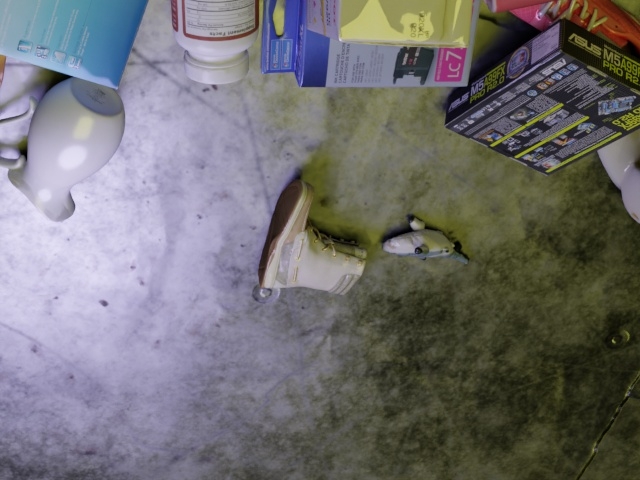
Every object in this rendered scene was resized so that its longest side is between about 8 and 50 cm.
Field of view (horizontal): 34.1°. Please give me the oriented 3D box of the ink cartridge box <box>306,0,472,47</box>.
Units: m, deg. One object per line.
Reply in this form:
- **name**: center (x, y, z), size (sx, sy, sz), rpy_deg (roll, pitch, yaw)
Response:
- **ink cartridge box**: center (0.083, -0.341, 1.321), size (0.168, 0.233, 0.171), rpy_deg (-1, 105, -11)

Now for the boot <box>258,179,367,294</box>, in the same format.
- **boot**: center (0.000, 0.000, 1.697), size (0.165, 0.077, 0.213), rpy_deg (9, 127, -16)

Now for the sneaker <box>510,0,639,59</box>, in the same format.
- **sneaker**: center (0.388, -0.323, 1.516), size (0.314, 0.136, 0.116), rpy_deg (25, 115, -25)

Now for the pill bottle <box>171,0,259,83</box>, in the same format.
- **pill bottle**: center (-0.143, -0.329, 1.415), size (0.121, 0.121, 0.216), rpy_deg (-4, 125, -9)

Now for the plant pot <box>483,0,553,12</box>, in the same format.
- **plant pot**: center (0.305, -0.428, 1.348), size (0.243, 0.275, 0.275), rpy_deg (-21, 125, 6)

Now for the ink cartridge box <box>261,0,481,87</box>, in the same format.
- **ink cartridge box**: center (0.073, -0.314, 1.507), size (0.311, 0.065, 0.186), rpy_deg (-1, 124, -9)

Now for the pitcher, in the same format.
- **pitcher**: center (-0.388, -0.150, 1.499), size (0.177, 0.125, 0.207), rpy_deg (33, 124, -12)

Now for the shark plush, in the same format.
- **shark plush**: center (0.185, 0.009, 1.773), size (0.161, 0.073, 0.067), rpy_deg (3, 146, -37)

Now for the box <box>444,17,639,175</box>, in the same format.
- **box**: center (0.349, -0.204, 1.551), size (0.216, 0.060, 0.270), rpy_deg (20, 153, -23)

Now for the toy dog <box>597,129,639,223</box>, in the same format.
- **toy dog**: center (0.638, -0.010, 1.614), size (0.284, 0.408, 0.395), rpy_deg (-14, 125, -1)

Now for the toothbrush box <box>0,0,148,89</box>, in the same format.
- **toothbrush box**: center (-0.372, -0.353, 1.348), size (0.295, 0.126, 0.216), rpy_deg (14, 121, -20)

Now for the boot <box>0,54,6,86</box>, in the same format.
- **boot**: center (-0.592, -0.218, 1.443), size (0.280, 0.096, 0.264), rpy_deg (13, 113, -28)
